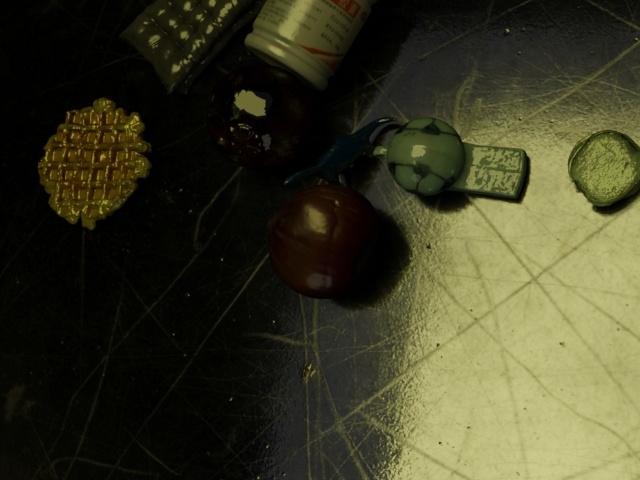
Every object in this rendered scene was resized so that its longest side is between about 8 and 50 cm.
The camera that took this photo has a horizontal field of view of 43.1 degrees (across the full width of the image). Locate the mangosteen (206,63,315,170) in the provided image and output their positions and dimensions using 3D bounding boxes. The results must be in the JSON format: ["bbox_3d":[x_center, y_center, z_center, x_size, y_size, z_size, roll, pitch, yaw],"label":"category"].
[{"bbox_3d":[-0.122,-0.286,1.726,0.231,0.231,0.289,-16,41,21],"label":"mangosteen"}]

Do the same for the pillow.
[{"bbox_3d":[-0.300,-0.527,1.910,0.326,0.101,0.228,-46,68,11],"label":"pillow"}]

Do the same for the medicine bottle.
[{"bbox_3d":[0.000,-0.498,1.704,0.202,0.202,0.316,31,93,27],"label":"medicine bottle"}]

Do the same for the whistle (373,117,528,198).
[{"bbox_3d":[0.235,-0.156,1.547,0.289,0.163,0.163,9,83,26],"label":"whistle"}]

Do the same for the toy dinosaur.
[{"bbox_3d":[0.040,-0.181,1.626,0.248,0.188,0.075,-45,70,7],"label":"toy dinosaur"}]

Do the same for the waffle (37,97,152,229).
[{"bbox_3d":[-0.549,-0.195,1.968,0.325,0.068,0.302,-43,65,9],"label":"waffle"}]

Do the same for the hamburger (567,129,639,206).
[{"bbox_3d":[0.517,-0.134,1.464,0.133,0.062,0.140,-30,70,18],"label":"hamburger"}]

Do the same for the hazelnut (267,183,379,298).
[{"bbox_3d":[0.000,0.000,1.589,0.229,0.229,0.229,-5,77,24],"label":"hazelnut"}]
